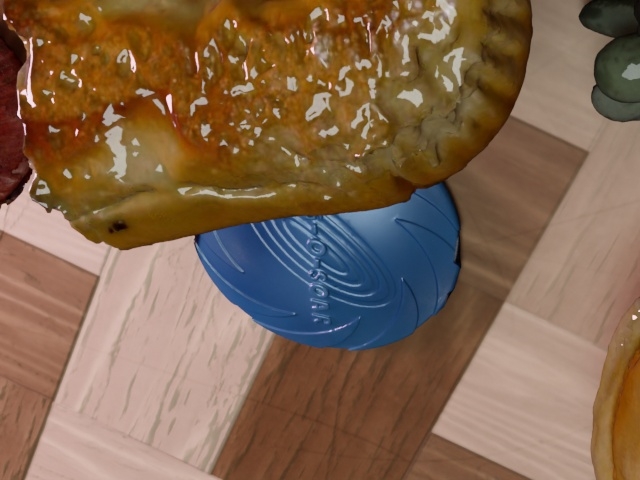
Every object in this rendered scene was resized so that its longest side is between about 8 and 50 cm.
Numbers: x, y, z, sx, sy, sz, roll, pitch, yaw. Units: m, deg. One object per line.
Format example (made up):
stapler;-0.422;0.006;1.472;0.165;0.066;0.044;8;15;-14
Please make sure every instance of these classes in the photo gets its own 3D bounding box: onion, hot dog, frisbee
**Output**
onion;-0.326;-0.096;1.453;0.184;0.147;0.184;9;113;22
hot dog;-0.027;-0.194;1.229;0.365;0.196;0.367;-8;89;28
frisbee;0.000;0.000;1.477;0.242;0.045;0.242;8;122;12

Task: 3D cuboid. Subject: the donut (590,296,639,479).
donut;0.432;0.161;1.353;0.449;0.198;0.449;8;123;13

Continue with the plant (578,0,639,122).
plant;0.276;-0.136;1.199;0.146;0.149;0.274;69;161;4
